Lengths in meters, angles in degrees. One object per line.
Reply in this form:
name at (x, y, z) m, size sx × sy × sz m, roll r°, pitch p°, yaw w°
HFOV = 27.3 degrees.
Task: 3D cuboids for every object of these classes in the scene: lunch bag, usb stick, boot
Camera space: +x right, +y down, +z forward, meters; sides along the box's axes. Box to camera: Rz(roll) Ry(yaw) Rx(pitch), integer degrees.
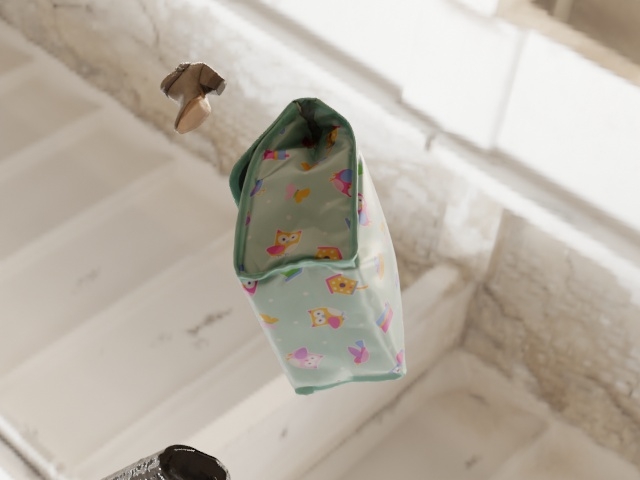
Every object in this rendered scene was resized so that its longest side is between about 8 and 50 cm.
lunch bag at (0.000, 0.000, 1.456) m, size 0.160 × 0.223 × 0.262 m, roll -11°, pitch -132°, yaw 11°
usb stick at (-0.175, 0.251, 1.292) m, size 0.077 × 0.278 × 0.045 m, roll 29°, pitch -121°, yaw -19°
boot at (-0.186, -0.197, 1.795) m, size 0.087 × 0.042 × 0.118 m, roll 21°, pitch -123°, yaw 34°
